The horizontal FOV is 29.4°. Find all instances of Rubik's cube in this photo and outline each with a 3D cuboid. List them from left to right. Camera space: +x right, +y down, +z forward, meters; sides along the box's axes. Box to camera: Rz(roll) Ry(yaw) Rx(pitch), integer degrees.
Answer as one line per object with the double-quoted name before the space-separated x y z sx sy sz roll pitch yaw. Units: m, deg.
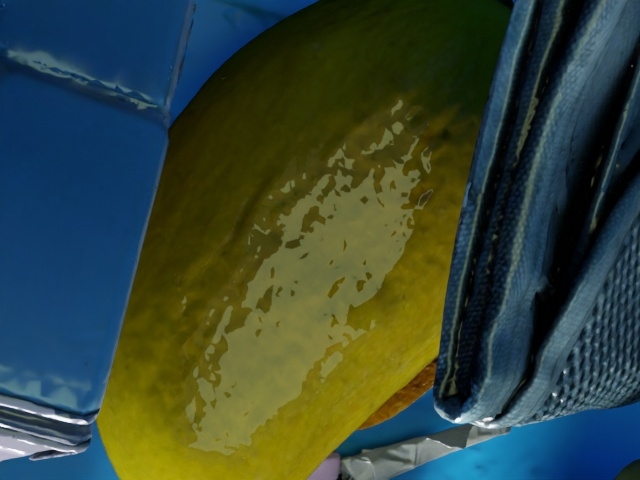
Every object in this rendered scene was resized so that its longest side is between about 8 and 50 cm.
"Rubik's cube" -0.200 -0.042 0.519 0.224 0.221 0.231 17 72 -20

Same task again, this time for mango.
"mango" -0.004 -0.008 0.656 0.331 0.142 0.195 -42 87 -11

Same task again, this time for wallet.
"wallet" 0.164 -0.018 0.645 0.342 0.075 0.237 10 96 -64

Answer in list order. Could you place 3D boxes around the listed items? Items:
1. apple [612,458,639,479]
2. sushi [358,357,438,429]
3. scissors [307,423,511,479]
"apple" 0.202 0.238 0.749 0.188 0.173 0.207 -48 154 -27
"sushi" 0.031 0.071 0.730 0.120 0.055 0.052 -38 129 -6
"scissors" 0.027 0.144 0.755 0.212 0.021 0.110 -15 105 -15
